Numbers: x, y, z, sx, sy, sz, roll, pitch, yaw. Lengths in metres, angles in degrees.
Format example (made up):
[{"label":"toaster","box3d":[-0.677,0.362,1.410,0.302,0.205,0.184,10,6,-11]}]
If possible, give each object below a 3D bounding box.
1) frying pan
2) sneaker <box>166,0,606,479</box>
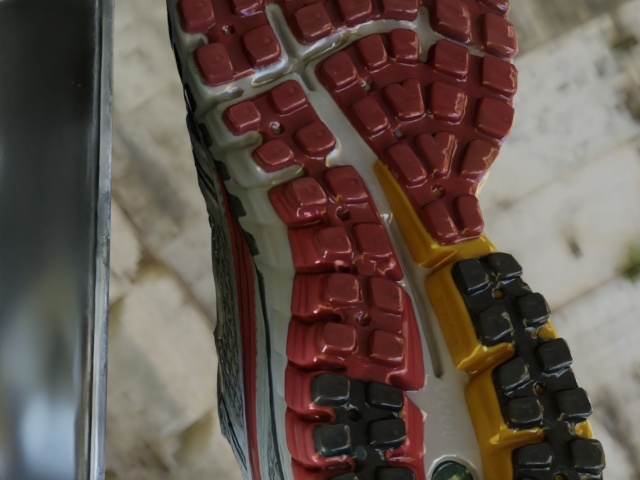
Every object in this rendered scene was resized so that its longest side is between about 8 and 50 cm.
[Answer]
[{"label":"frying pan","box3d":[-0.056,-0.025,0.403,0.053,0.326,0.197,1,-103,-6]},{"label":"sneaker","box3d":[0.000,0.000,0.485,0.093,0.088,0.225,128,-41,-59]}]
